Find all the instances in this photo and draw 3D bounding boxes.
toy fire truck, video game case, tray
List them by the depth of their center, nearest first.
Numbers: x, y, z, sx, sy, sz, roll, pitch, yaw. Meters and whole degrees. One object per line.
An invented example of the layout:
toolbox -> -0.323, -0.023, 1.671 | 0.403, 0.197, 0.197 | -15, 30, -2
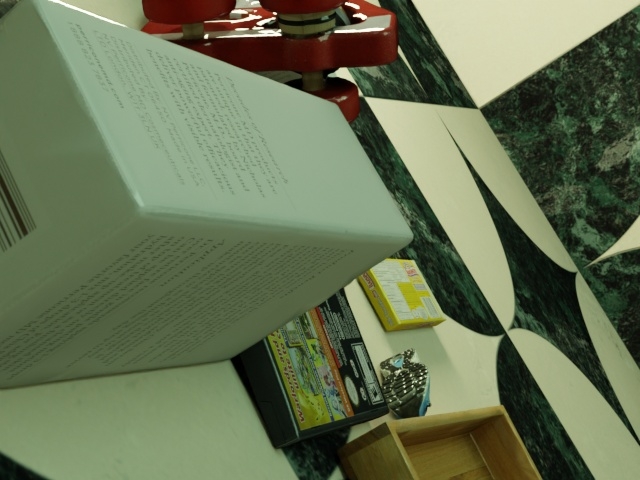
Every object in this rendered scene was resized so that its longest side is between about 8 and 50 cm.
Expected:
video game case -> -0.030, 0.074, 1.215 | 0.248, 0.035, 0.275 | 5, 62, -66
toy fire truck -> -0.063, -0.238, 1.289 | 0.254, 0.302, 0.169 | -80, 166, -63
tray -> 0.171, 0.307, 1.322 | 0.203, 0.076, 0.411 | 63, 20, 17

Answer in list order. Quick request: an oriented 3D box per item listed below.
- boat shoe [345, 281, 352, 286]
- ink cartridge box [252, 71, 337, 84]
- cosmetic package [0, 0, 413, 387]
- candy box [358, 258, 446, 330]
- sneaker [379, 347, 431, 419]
boat shoe -> 0.000, 0.000, 1.414 | 0.135, 0.050, 0.045 | 56, 14, -3
ink cartridge box -> -0.050, -0.221, 1.475 | 0.067, 0.115, 0.198 | -39, 109, -56
cosmetic package -> -0.126, -0.016, 0.876 | 0.161, 0.230, 0.453 | 62, 19, 14
candy box -> 0.115, 0.075, 1.604 | 0.105, 0.027, 0.206 | 60, 19, 15
sneaker -> 0.113, 0.186, 1.364 | 0.073, 0.063, 0.162 | 63, 9, -10
